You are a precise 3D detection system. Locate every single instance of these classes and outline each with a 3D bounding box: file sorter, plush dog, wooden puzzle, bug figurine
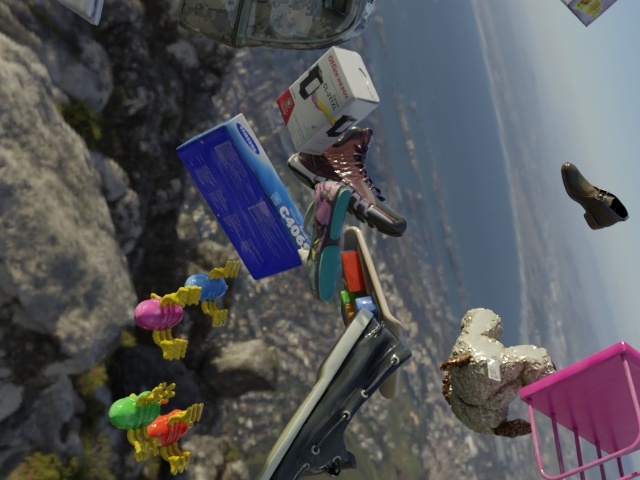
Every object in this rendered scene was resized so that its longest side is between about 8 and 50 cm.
[{"bbox_3d":[0.503,0.336,1.463,0.291,0.202,0.182,33,40,-31],"label":"file sorter"},{"bbox_3d":[0.333,0.301,1.850,0.262,0.211,0.225,37,-41,46],"label":"plush dog"},{"bbox_3d":[0.109,0.189,2.286,0.322,0.081,0.347,89,-16,-46],"label":"wooden puzzle"},{"bbox_3d":[-0.183,0.148,1.106,0.216,0.072,0.279,21,85,-75],"label":"bug figurine"}]

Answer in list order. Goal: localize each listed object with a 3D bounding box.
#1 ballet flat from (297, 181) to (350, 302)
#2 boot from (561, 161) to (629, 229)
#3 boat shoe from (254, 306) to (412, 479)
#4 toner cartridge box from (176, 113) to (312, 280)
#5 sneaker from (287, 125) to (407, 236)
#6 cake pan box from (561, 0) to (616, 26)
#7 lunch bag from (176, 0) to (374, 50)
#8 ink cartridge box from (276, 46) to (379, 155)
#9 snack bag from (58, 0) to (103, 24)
[{"bbox_3d":[0.000,0.000,1.644,0.077,0.079,0.221,2,98,-58],"label":"ballet flat"},{"bbox_3d":[0.727,-0.127,2.374,0.219,0.106,0.082,52,57,-19],"label":"boot"},{"bbox_3d":[0.012,0.261,1.216,0.340,0.113,0.127,-58,179,-13],"label":"boat shoe"},{"bbox_3d":[-0.158,-0.090,1.977,0.347,0.165,0.075,60,39,-13],"label":"toner cartridge box"},{"bbox_3d":[0.084,-0.138,1.773,0.281,0.162,0.106,34,-7,16],"label":"sneaker"},{"bbox_3d":[0.584,-0.549,1.780,0.070,0.246,0.267,46,20,-12],"label":"cake pan box"},{"bbox_3d":[-0.046,-0.382,1.352,0.305,0.256,0.212,-69,178,-76],"label":"lunch bag"},{"bbox_3d":[0.012,-0.265,1.713,0.072,0.175,0.127,5,56,-46],"label":"ink cartridge box"},{"bbox_3d":[-0.423,-0.562,1.517,0.037,0.342,0.323,-1,115,-39],"label":"snack bag"}]
